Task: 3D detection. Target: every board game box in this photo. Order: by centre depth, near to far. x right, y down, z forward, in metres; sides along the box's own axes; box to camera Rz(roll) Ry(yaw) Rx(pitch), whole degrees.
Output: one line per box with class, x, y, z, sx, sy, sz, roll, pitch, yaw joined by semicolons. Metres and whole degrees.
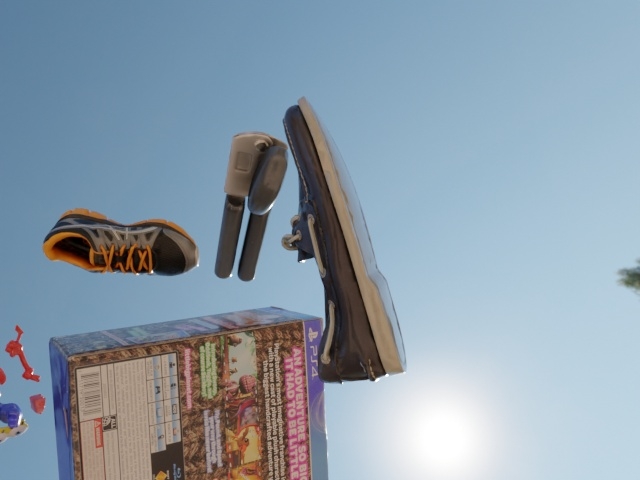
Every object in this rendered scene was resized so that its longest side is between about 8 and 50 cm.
board game box;-0.149;0.215;0.690;0.291;0.141;0.232;-4;-87;-32

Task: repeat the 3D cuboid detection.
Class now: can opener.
can opener;-0.107;-0.034;0.825;0.074;0.280;0.093;10;-133;-10

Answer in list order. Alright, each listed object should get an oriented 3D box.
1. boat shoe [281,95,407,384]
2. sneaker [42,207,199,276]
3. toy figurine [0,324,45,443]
boat shoe;0.000;0.000;0.407;0.065;0.075;0.206;-20;-99;13
sneaker;-0.272;0.016;0.793;0.215;0.083;0.084;8;-64;6
toy figurine;-0.559;0.243;0.803;0.362;0.217;0.191;-6;-89;-38
